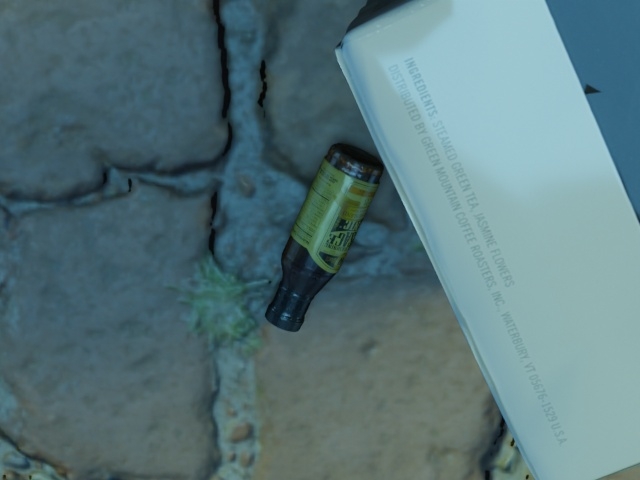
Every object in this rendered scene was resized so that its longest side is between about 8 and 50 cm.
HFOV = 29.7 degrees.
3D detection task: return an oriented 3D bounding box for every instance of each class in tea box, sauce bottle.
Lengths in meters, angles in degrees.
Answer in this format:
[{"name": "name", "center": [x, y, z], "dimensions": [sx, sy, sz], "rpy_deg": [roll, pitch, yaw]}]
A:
[{"name": "tea box", "center": [0.204, -0.086, 0.604], "dimensions": [0.324, 0.329, 0.220], "rpy_deg": [-23, 102, 10]}, {"name": "sauce bottle", "center": [0.000, 0.000, 0.797], "dimensions": [0.042, 0.042, 0.128], "rpy_deg": [23, 108, -2]}]
